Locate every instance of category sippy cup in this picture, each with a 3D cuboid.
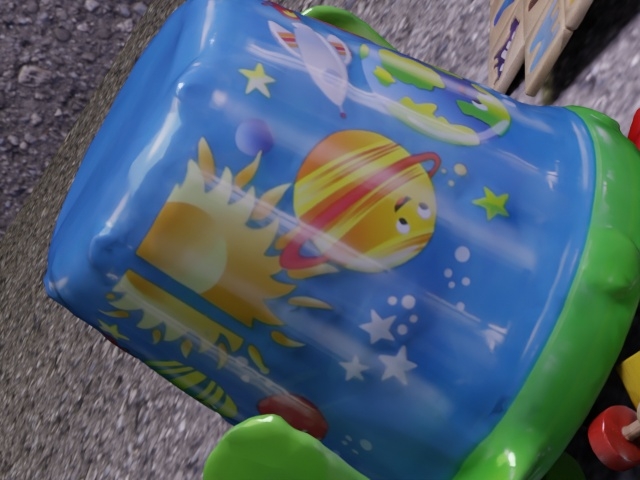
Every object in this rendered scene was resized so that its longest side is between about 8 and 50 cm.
[{"bbox_3d":[0.000,0.000,0.750,0.240,0.224,0.305,-63,17,-1],"label":"sippy cup"}]

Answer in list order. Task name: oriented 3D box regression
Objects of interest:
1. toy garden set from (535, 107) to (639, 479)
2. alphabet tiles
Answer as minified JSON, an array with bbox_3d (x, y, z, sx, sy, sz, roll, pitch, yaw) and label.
[{"bbox_3d":[0.134,0.045,0.761,0.204,0.049,0.244,-44,24,46],"label":"toy garden set"},{"bbox_3d":[0.181,-0.261,1.006,0.285,0.011,0.342,-82,14,-46],"label":"alphabet tiles"}]
